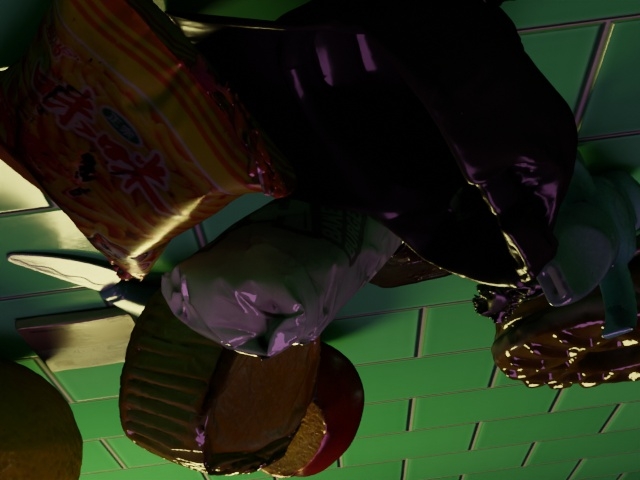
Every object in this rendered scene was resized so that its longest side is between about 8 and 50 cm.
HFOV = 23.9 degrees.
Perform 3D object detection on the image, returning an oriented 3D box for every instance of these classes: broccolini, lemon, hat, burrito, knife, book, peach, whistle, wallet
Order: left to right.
[{"bbox_3d":[-0.420,0.263,1.854,0.267,0.267,0.267,-7,161,-2],"label":"lemon"},{"bbox_3d":[-0.286,0.123,1.852,0.139,0.016,0.198,-8,160,0],"label":"book"},{"bbox_3d":[-0.239,0.043,1.643,0.058,0.032,0.244,-16,155,29],"label":"knife"},{"bbox_3d":[-0.035,0.218,1.966,0.190,0.190,0.192,-9,176,4],"label":"peach"},{"bbox_3d":[0.000,0.000,1.286,0.139,0.101,0.445,-17,-171,22],"label":"burrito"},{"bbox_3d":[0.061,0.015,1.659,0.122,0.031,0.232,-16,158,28],"label":"wallet"},{"bbox_3d":[0.061,-0.131,1.113,0.336,0.209,0.238,25,152,23],"label":"hat"},{"bbox_3d":[0.293,0.030,1.791,0.254,0.057,0.071,-28,173,27],"label":"broccolini"},{"bbox_3d":[0.257,-0.006,1.478,0.093,0.186,0.274,-19,-169,26],"label":"whistle"}]

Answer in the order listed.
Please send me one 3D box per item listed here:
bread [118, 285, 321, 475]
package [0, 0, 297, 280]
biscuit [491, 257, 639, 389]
[{"bbox_3d":[-0.109,0.150,1.697,0.142,0.227,0.253,11,175,24],"label":"bread"},{"bbox_3d":[-0.147,-0.089,1.101,0.223,0.108,0.288,47,142,-10],"label":"package"},{"bbox_3d":[0.380,0.110,1.945,0.332,0.103,0.332,-7,161,-3],"label":"biscuit"}]
